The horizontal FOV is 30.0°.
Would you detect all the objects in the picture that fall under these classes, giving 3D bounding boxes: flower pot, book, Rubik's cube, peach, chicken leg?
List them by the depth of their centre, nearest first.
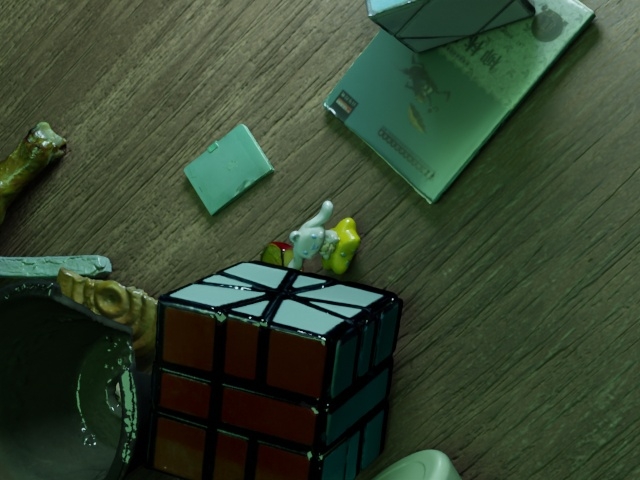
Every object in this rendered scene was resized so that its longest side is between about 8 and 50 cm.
[{"bbox_3d":[0.177,-0.419,1.756,0.205,0.207,0.205,-15,78,20],"label":"Rubik's cube"},{"bbox_3d":[-0.065,0.209,1.782,0.294,0.288,0.283,15,106,23],"label":"Rubik's cube"},{"bbox_3d":[0.206,-0.278,1.860,0.264,0.031,0.379,43,102,21],"label":"book"},{"bbox_3d":[-0.382,0.258,1.885,0.379,0.251,0.379,-1,88,25],"label":"flower pot"},{"bbox_3d":[-0.058,0.045,1.938,0.077,0.050,0.083,-51,58,38],"label":"peach"},{"bbox_3d":[-0.156,-0.121,2.006,0.135,0.017,0.103,-37,77,17],"label":"book"},{"bbox_3d":[-0.597,-0.047,2.079,0.140,0.211,0.361,36,107,-19],"label":"chicken leg"}]

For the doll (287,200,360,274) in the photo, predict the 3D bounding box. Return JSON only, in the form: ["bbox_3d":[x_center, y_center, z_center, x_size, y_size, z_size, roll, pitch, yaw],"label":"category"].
[{"bbox_3d":[0.003,-0.006,1.884,0.071,0.113,0.135,-117,25,-48],"label":"doll"}]

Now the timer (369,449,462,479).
[{"bbox_3d":[0.168,0.511,1.737,0.291,0.291,0.315,-40,97,15],"label":"timer"}]

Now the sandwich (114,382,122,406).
[{"bbox_3d":[-0.357,0.341,2.041,0.193,0.058,0.162,40,103,18],"label":"sandwich"}]

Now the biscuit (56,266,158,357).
[{"bbox_3d":[-0.363,0.133,2.046,0.224,0.033,0.144,20,109,15],"label":"biscuit"}]

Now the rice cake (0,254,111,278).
[{"bbox_3d":[-0.481,0.047,2.112,0.245,0.045,0.042,-2,83,22],"label":"rice cake"}]
